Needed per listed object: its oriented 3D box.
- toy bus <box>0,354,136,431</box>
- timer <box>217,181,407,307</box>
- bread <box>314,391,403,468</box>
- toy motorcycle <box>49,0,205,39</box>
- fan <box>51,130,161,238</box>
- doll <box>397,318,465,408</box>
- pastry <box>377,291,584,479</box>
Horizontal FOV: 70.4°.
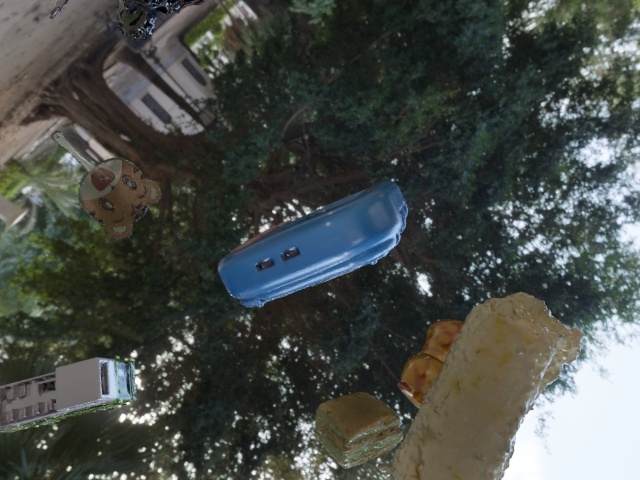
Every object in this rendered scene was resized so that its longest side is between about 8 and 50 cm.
[{"bbox_3d":[-0.569,0.337,0.985,0.302,0.139,0.113,-15,-112,2],"label":"toy bus"},{"bbox_3d":[0.000,0.000,0.799,0.309,0.115,0.340,-24,-175,18],"label":"timer"},{"bbox_3d":[0.095,0.446,1.100,0.138,0.196,0.102,31,-63,52],"label":"bread"},{"bbox_3d":[-0.300,-0.453,0.752,0.401,0.207,0.134,-19,176,34],"label":"toy motorcycle"},{"bbox_3d":[-0.429,-0.120,0.888,0.008,0.226,0.152,-8,-138,47],"label":"fan"},{"bbox_3d":[0.317,0.325,1.176,0.269,0.167,0.162,-47,163,-22],"label":"doll"},{"bbox_3d":[0.172,0.174,0.476,0.122,0.089,0.258,31,-88,25],"label":"pastry"}]
